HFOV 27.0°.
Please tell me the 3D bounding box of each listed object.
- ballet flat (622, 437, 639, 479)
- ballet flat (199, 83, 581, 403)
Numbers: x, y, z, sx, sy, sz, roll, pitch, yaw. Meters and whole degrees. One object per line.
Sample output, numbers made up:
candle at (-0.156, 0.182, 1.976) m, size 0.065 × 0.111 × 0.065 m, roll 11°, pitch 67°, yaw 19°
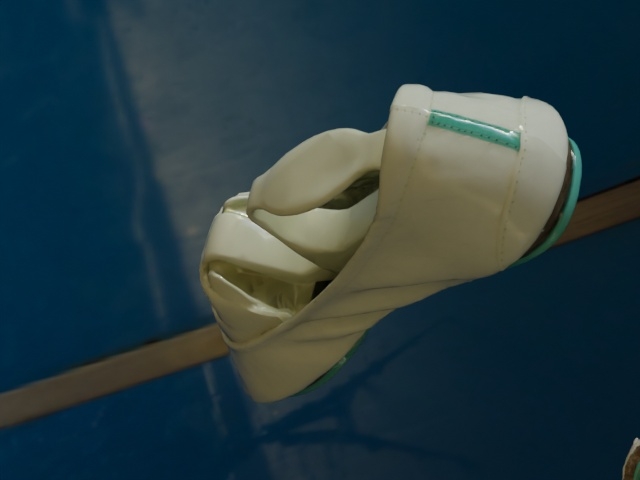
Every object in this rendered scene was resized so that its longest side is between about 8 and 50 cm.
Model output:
ballet flat at (0.255, 0.106, 0.577) m, size 0.241 × 0.077 × 0.091 m, roll 1°, pitch -80°, yaw 15°
ballet flat at (0.000, 0.000, 0.843) m, size 0.400 × 0.139 × 0.139 m, roll -35°, pitch -105°, yaw 57°
